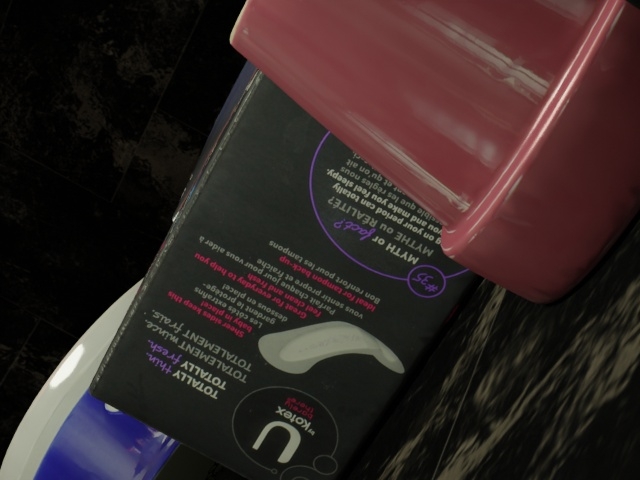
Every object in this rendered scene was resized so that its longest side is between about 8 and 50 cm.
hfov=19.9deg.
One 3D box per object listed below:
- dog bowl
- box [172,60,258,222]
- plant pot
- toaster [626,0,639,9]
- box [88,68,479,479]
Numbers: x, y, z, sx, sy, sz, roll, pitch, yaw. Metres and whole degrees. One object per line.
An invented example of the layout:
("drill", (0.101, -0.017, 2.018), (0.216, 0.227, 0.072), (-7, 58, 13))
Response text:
("dog bowl", (-0.109, 0.137, 1.342), (0.265, 0.104, 0.265), (-47, -18, -21))
("box", (0.034, -0.111, 1.387), (0.294, 0.182, 0.296), (-62, 3, 4))
("plant pot", (0.068, -0.098, 0.800), (0.201, 0.180, 0.201), (-61, 4, 8))
("toaster", (0.118, -0.127, 0.457), (0.110, 0.168, 0.186), (-60, 4, -23))
("box", (0.000, 0.000, 1.091), (0.270, 0.165, 0.143), (-58, 5, 32))
